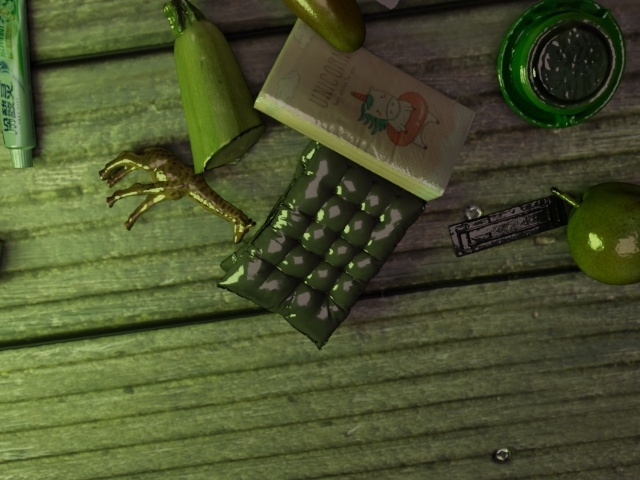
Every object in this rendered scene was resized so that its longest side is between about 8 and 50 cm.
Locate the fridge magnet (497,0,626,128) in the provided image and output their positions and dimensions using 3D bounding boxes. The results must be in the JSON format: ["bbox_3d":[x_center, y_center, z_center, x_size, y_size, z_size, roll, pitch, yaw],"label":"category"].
[{"bbox_3d":[0.388,-0.283,1.094,0.208,0.088,0.208,0,106,-1],"label":"fridge magnet"}]

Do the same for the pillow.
[{"bbox_3d":[0.000,0.000,1.168,0.228,0.101,0.326,33,105,-13],"label":"pillow"}]

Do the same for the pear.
[{"bbox_3d":[0.476,-0.025,1.131,0.216,0.180,0.166,36,136,5],"label":"pear"}]

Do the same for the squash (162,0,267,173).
[{"bbox_3d":[-0.163,-0.258,1.085,0.137,0.137,0.287,-10,98,2],"label":"squash"}]

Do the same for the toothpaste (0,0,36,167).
[{"bbox_3d":[-0.498,-0.266,1.108,0.075,0.048,0.296,1,103,5],"label":"toothpaste"}]

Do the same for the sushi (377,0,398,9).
[{"bbox_3d":[0.072,-0.496,1.046,0.215,0.050,0.192,28,104,-9],"label":"sushi"}]

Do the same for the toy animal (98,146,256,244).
[{"bbox_3d":[-0.239,-0.079,1.142,0.276,0.054,0.149,6,96,6],"label":"toy animal"}]

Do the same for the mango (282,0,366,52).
[{"bbox_3d":[-0.011,-0.382,1.025,0.099,0.136,0.227,-36,89,28],"label":"mango"}]

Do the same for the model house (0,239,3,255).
[{"bbox_3d":[-0.624,0.049,1.142,0.127,0.149,0.100,15,109,-7],"label":"model house"}]

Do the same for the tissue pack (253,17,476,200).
[{"bbox_3d":[0.074,-0.209,1.088,0.325,0.071,0.170,28,74,-9],"label":"tissue pack"}]

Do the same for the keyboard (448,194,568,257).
[{"bbox_3d":[0.332,-0.026,1.208,0.204,0.013,0.061,-17,105,4],"label":"keyboard"}]
